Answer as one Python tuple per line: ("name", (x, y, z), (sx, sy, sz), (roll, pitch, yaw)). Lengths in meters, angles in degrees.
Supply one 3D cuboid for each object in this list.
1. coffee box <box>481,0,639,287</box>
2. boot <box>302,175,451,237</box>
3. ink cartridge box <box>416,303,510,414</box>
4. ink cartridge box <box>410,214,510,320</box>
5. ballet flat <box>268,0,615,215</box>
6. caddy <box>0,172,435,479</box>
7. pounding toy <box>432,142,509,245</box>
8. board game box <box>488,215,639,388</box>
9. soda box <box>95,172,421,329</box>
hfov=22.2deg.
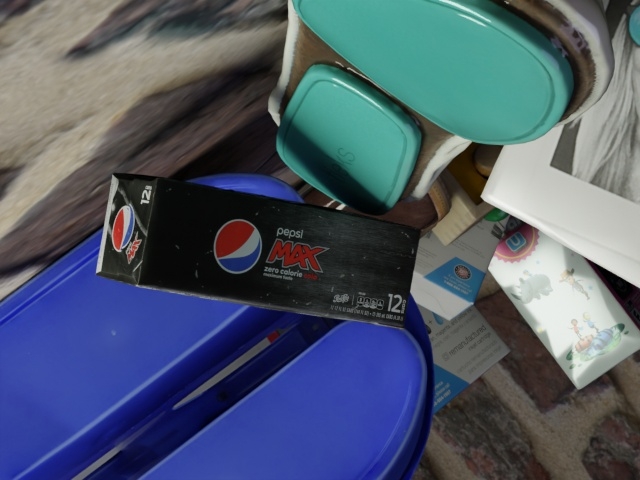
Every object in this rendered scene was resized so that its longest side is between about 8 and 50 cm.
("coffee box", (0.346, -0.116, 0.832), (0.337, 0.338, 0.334), (-30, 146, -60))
("boot", (0.002, -0.008, 1.381), (0.207, 0.090, 0.248), (-27, 161, -3))
("ink cartridge box", (0.037, 0.096, 1.697), (0.171, 0.233, 0.168), (-32, 170, -44))
("ink cartridge box", (0.123, -0.028, 1.569), (0.180, 0.104, 0.060), (-64, -173, -26))
("ballet flat", (0.055, -0.109, 0.764), (0.139, 0.139, 0.400), (-37, 179, -11))
("caddy", (-0.086, 0.114, 1.014), (0.341, 0.241, 0.179), (-36, 168, -8))
("pounding toy", (0.154, -0.074, 1.502), (0.130, 0.141, 0.100), (-35, 174, -28))
("board game box", (0.246, -0.015, 1.746), (0.097, 0.303, 0.224), (-40, 175, 25))
("soda box", (-0.031, 0.006, 0.874), (0.169, 0.060, 0.053), (11, 179, -33))
